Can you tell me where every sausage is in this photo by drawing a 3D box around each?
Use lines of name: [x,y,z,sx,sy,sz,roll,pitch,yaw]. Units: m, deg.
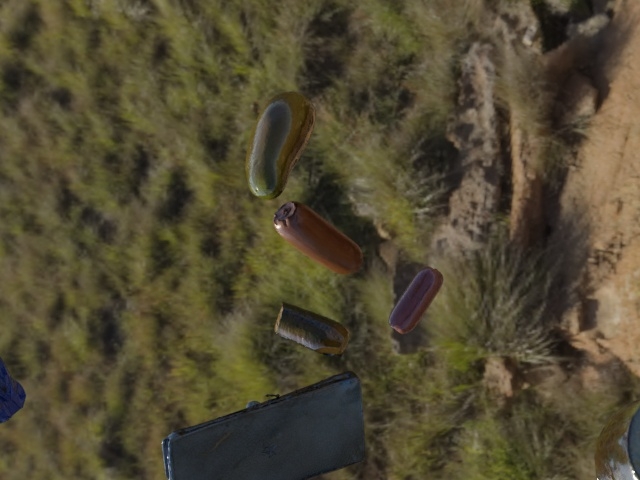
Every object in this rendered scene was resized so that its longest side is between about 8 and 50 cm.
sausage: [0.201,0.124,1.729,0.062,0.062,0.154,37,96,43]
sausage: [0.000,0.000,1.473,0.076,0.197,0.076,-32,39,31]

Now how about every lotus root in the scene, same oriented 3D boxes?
lotus root: [0.444,0.305,1.021,0.235,0.138,0.119,52,163,26]

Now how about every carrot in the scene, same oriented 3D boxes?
carrot: [-0.022,0.194,1.784,0.173,0.082,0.082,18,105,14]

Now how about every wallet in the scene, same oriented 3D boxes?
wallet: [-0.088,0.364,1.452,0.046,0.379,0.191,32,130,57]

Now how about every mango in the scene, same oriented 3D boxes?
mango: [-0.074,-0.163,1.424,0.136,0.099,0.227,-40,29,51]

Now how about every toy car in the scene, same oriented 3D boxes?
toy car: [-0.695,0.281,1.718,0.063,0.103,0.216,-11,113,36]

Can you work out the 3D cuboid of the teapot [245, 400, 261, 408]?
teapot: [-0.160,0.442,2.001,0.111,0.043,0.043,-100,32,-59]
